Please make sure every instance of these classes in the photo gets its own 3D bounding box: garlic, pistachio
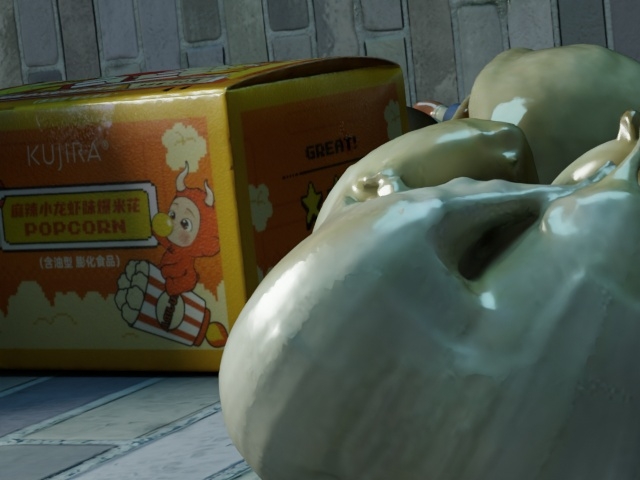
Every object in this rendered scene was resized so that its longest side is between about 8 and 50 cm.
[{"bbox_3d":[0.102,0.044,0.736,0.281,0.203,0.185,7,42,-21],"label":"garlic"},{"bbox_3d":[0.213,-0.070,1.696,0.318,0.214,0.193,-30,-20,-52],"label":"pistachio"}]

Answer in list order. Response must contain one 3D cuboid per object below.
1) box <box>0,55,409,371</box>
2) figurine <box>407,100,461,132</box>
[{"bbox_3d":[-0.106,-0.025,1.434,0.283,0.214,0.259,-3,5,31],"label":"box"},{"bbox_3d":[0.081,-0.065,1.935,0.158,0.161,0.275,-30,-11,35],"label":"figurine"}]
